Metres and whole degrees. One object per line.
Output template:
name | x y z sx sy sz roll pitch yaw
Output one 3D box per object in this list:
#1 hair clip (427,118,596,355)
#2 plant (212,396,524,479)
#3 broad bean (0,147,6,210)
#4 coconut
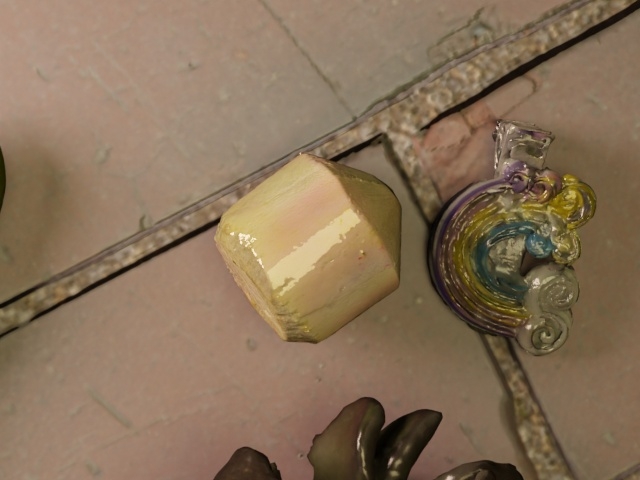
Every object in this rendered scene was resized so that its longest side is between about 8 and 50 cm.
hair clip | 0.136 0.000 1.203 0.116 0.049 0.172 8 102 0
plant | -0.005 0.232 1.102 0.188 0.199 0.276 33 48 20
broad bean | -0.254 0.060 1.116 0.098 0.056 0.318 -4 102 -18
coconut | 0.000 0.000 1.137 0.122 0.116 0.116 -33 102 -9
